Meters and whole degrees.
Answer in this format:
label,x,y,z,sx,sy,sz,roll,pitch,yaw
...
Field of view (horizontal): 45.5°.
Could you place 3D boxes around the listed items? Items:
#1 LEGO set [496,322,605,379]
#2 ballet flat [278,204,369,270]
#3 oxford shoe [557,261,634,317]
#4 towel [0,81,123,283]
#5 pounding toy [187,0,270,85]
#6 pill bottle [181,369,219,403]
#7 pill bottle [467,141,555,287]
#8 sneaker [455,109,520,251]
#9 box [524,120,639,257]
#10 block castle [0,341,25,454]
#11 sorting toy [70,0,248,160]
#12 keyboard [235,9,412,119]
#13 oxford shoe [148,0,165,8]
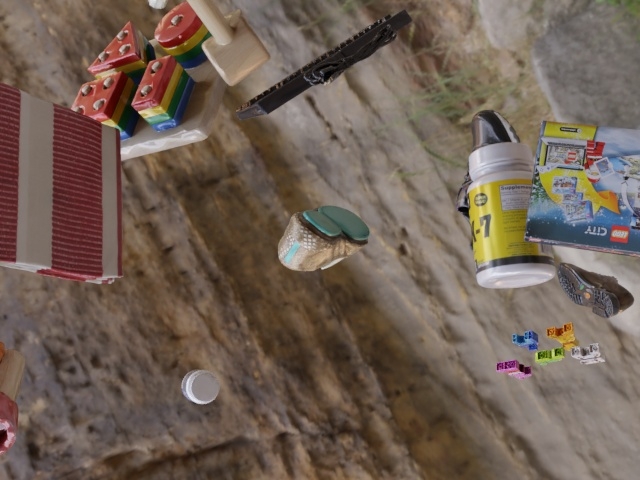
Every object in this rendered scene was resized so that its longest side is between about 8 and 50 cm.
label,x,y,z,sx,sy,sz,roll,pitch,yaw
LEGO set,0.495,0.232,1.608,0.093,0.227,0.087,33,-128,-37
ballet flat,0.000,0.000,0.866,0.073,0.067,0.206,42,-167,15
oxford shoe,0.656,0.113,1.830,0.227,0.096,0.082,-133,34,-56
towel,-0.383,-0.080,0.948,0.329,0.037,0.237,18,-117,-53
pounding toy,-0.073,-0.208,0.473,0.206,0.094,0.181,59,179,-14
pill bottle,-0.276,0.338,1.769,0.078,0.078,0.137,67,162,2
pill bottle,0.291,-0.038,1.185,0.119,0.119,0.208,83,-176,-74
sneaker,0.309,-0.106,1.420,0.107,0.124,0.283,141,118,-71
box,0.393,-0.062,0.987,0.044,0.233,0.159,26,-107,-74
block castle,-0.666,0.237,1.035,0.213,0.453,0.303,-103,-14,-58
sorting toy,-0.267,-0.259,1.197,0.089,0.257,0.255,47,-135,-43
keyboard,0.018,-0.277,1.172,0.201,0.317,0.033,4,128,58
oxford shoe,-0.331,-0.685,1.518,0.169,0.130,0.449,179,94,-72
